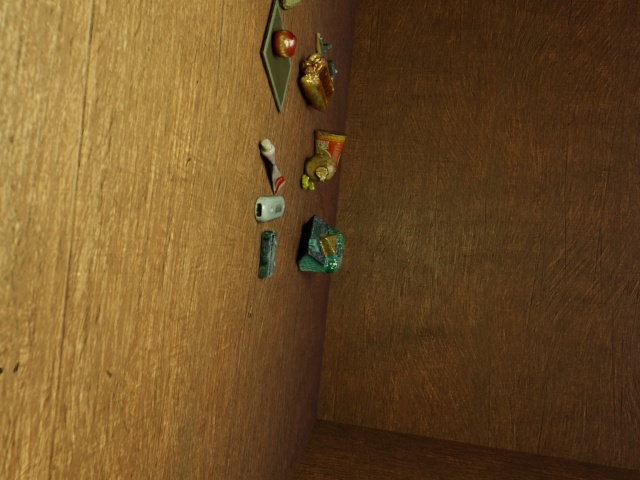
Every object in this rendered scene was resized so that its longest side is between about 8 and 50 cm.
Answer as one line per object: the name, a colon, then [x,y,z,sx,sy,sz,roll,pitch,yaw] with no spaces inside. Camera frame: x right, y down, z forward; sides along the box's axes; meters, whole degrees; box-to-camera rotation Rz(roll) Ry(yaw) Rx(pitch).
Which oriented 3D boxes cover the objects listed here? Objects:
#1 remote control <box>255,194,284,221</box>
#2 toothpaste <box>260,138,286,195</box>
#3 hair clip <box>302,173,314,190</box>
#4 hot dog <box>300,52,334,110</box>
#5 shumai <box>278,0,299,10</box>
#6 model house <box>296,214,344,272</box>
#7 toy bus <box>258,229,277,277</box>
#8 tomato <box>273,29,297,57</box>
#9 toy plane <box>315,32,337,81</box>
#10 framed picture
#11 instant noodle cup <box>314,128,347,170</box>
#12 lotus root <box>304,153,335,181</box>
remote control: [-0.175,-0.115,1.450,0.244,0.047,0.087,-39,137,-76]
toothpaste: [-0.165,-0.254,1.440,0.301,0.048,0.076,81,13,-67]
hair clip: [-0.068,-0.288,2.054,0.173,0.046,0.073,-10,96,-82]
hot dog: [-0.023,-0.711,1.860,0.159,0.116,0.349,-65,169,1]
shumai: [-0.093,-0.860,1.299,0.210,0.161,0.152,-56,142,5]
model house: [0.000,0.000,2.095,0.241,0.225,0.262,78,17,-60]
toy bus: [-0.188,0.047,1.464,0.065,0.047,0.166,-17,112,-77]
tomato: [-0.112,-0.630,1.315,0.087,0.075,0.088,8,90,-86]
toy plane: [0.031,-0.917,2.130,0.316,0.102,0.204,85,14,-50]
framed picture: [-0.148,-0.620,1.406,0.296,0.019,0.233,75,22,-68]
instant noodle cup: [0.040,-0.495,2.278,0.193,0.192,0.213,-62,164,-68]
lotus root: [-0.007,-0.369,2.071,0.257,0.154,0.140,-122,-150,-73]
